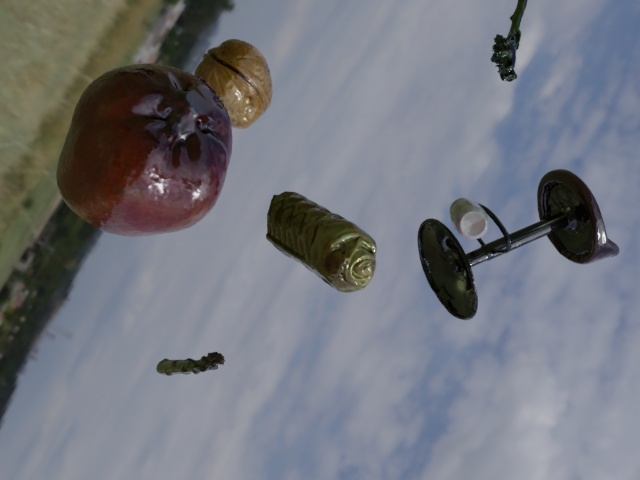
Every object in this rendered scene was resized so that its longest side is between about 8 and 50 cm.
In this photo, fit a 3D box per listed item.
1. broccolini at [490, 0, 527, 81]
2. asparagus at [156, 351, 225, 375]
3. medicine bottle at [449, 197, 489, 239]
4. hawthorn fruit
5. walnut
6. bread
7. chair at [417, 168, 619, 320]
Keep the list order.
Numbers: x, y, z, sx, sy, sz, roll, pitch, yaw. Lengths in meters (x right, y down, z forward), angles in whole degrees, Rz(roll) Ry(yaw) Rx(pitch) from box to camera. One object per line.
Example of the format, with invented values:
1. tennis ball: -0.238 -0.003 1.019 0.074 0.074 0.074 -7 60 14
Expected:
1. broccolini: 0.331 -0.383 1.933 0.071 0.058 0.254 115 -10 -56
2. asparagus: -0.159 0.149 1.325 0.248 0.024 0.025 160 -62 -67
3. medicine bottle: 0.228 -0.036 1.716 0.052 0.052 0.089 -56 -170 10
4. hawthorn fruit: -0.294 -0.138 1.819 0.311 0.295 0.295 -42 -164 17
5. walnut: -0.159 -0.294 2.055 0.144 0.144 0.180 -62 152 -17
6. bread: 0.000 0.001 1.504 0.269 0.087 0.098 -148 -122 -66
7. chair: 0.428 -0.007 2.328 0.401 0.226 0.226 -21 180 -19
